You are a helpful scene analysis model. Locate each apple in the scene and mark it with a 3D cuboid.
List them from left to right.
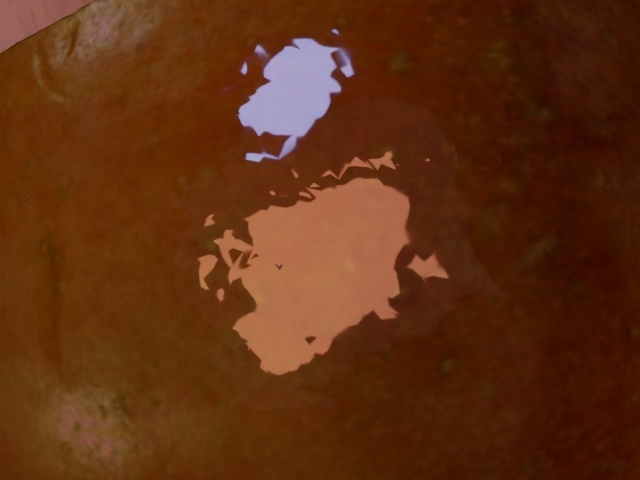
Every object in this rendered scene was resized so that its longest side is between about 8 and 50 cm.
[{"bbox_3d":[0.000,0.000,0.819,0.374,0.374,0.384,0,62,13],"label":"apple"}]
